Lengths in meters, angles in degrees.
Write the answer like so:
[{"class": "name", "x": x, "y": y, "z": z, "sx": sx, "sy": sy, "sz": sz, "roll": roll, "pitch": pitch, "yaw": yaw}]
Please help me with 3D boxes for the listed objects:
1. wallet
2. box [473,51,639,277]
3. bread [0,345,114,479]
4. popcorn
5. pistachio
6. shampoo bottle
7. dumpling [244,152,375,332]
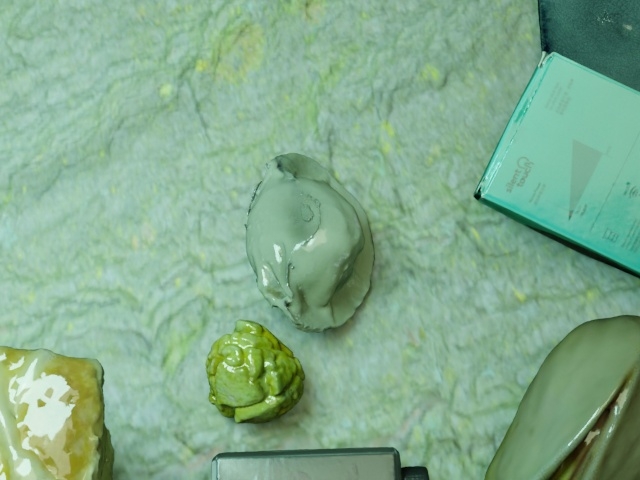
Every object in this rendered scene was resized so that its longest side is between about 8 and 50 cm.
[{"class": "wallet", "x": 0.398, "y": -0.300, "z": 1.334, "sx": 0.190, "sy": 0.046, "sz": 0.379, "roll": 3, "pitch": 69, "yaw": -3}, {"class": "box", "x": 0.374, "y": -0.076, "z": 1.180, "sx": 0.311, "sy": 0.118, "sz": 0.205, "roll": 26, "pitch": 89, "yaw": 5}, {"class": "bread", "x": -0.386, "y": 0.295, "z": 0.864, "sx": 0.371, "sy": 0.279, "sz": 0.390, "roll": 2, "pitch": 68, "yaw": -7}, {"class": "popcorn", "x": -0.080, "y": 0.159, "z": 1.101, "sx": 0.106, "sy": 0.120, "sz": 0.116, "roll": -47, "pitch": 47, "yaw": 18}, {"class": "pistachio", "x": 0.303, "y": 0.217, "z": 1.051, "sx": 0.166, "sy": 0.197, "sz": 0.288, "roll": 28, "pitch": 81, "yaw": 11}, {"class": "shampoo bottle", "x": 0.000, "y": 0.280, "z": 1.066, "sx": 0.246, "sy": 0.079, "sz": 0.080, "roll": -1, "pitch": 70, "yaw": -5}, {"class": "dumpling", "x": 0.000, "y": 0.000, "z": 1.164, "sx": 0.172, "sy": 0.142, "sz": 0.247, "roll": 19, "pitch": 56, "yaw": -35}]
